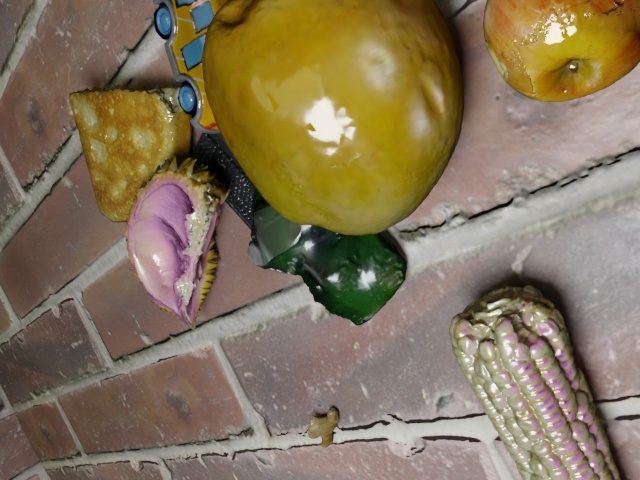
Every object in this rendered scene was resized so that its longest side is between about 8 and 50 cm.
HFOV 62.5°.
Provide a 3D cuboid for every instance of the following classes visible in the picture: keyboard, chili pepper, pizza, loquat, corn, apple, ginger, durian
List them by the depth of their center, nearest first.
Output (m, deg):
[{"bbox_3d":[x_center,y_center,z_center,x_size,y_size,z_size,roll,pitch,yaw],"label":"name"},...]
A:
[{"bbox_3d":[0.214,-0.189,0.453,0.146,0.146,0.146,16,118,33],"label":"apple"},{"bbox_3d":[0.011,-0.147,0.569,0.276,0.276,0.284,11,118,36],"label":"loquat"},{"bbox_3d":[0.261,0.210,0.614,0.126,0.126,0.335,-18,100,42],"label":"corn"},{"bbox_3d":[-0.006,0.000,0.734,0.264,0.116,0.148,51,129,10],"label":"chili pepper"},{"bbox_3d":[-0.131,-0.083,0.862,0.230,0.025,0.094,46,128,14],"label":"keyboard"},{"bbox_3d":[-0.243,-0.014,0.919,0.191,0.112,0.341,38,132,23],"label":"durian"},{"bbox_3d":[0.004,0.324,0.924,0.048,0.030,0.097,13,123,3],"label":"ginger"},{"bbox_3d":[-0.318,-0.144,0.949,0.258,0.087,0.268,12,116,31],"label":"pizza"}]

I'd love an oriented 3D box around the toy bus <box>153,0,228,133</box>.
[{"bbox_3d":[-0.124,-0.261,0.706,0.136,0.126,0.209,-10,99,45],"label":"toy bus"}]
